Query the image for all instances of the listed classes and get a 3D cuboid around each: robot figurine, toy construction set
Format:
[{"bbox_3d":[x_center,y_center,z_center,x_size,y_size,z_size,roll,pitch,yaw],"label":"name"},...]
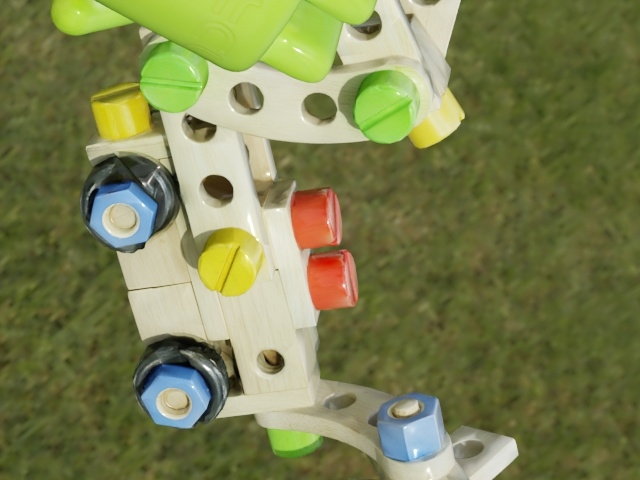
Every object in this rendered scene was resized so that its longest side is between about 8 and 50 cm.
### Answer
[{"bbox_3d":[-0.038,-0.091,0.503,0.115,0.101,0.067,28,41,-12],"label":"robot figurine"},{"bbox_3d":[0.000,0.000,0.876,0.151,0.215,0.328,-49,130,-75],"label":"toy construction set"}]
